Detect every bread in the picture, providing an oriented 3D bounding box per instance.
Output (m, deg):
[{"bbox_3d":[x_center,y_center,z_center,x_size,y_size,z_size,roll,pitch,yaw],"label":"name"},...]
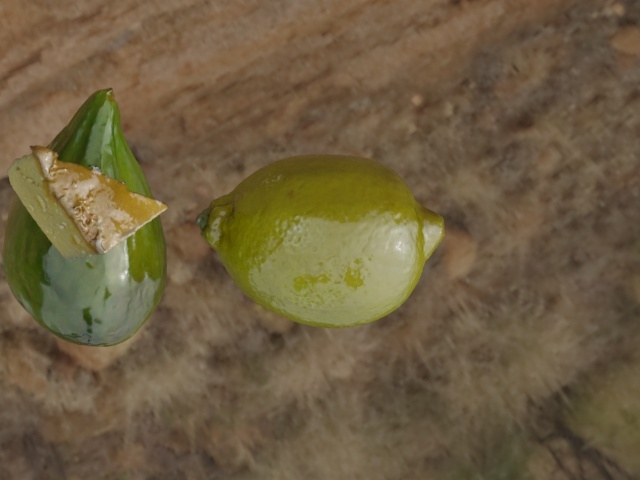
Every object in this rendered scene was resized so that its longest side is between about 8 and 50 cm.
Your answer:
[{"bbox_3d":[-0.204,-0.044,1.063,0.084,0.109,0.080,-15,-157,49],"label":"bread"}]

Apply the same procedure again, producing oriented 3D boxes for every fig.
[{"bbox_3d":[-0.235,-0.013,1.213,0.167,0.167,0.233,-22,103,-13],"label":"fig"}]

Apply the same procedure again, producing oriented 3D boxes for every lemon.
[{"bbox_3d":[0.000,0.000,1.269,0.249,0.184,0.184,2,142,1],"label":"lemon"}]
